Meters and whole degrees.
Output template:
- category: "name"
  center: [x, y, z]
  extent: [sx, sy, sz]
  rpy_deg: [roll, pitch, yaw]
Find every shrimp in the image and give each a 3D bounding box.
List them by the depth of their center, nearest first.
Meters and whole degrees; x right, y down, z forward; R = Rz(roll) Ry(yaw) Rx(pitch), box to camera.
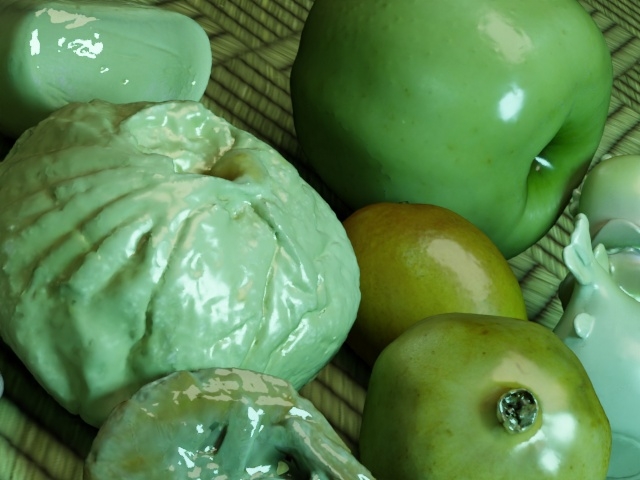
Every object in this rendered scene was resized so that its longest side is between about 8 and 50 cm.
- category: "shrimp"
  center: [-0.025, 0.183, 1.163]
  extent: [0.317, 0.168, 0.077]
  rpy_deg: [0, -3, -11]

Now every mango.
- category: "mango"
  center: [0.113, 0.067, 1.488]
  extent: [0.254, 0.175, 0.139]
  rpy_deg: [46, 4, 17]

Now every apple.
- category: "apple"
  center: [0.144, -0.153, 1.667]
  extent: [0.357, 0.357, 0.357]
  rpy_deg: [23, 31, -14]

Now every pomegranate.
- category: "pomegranate"
  center: [0.143, 0.171, 1.307]
  extent: [0.233, 0.233, 0.233]
  rpy_deg: [23, 31, -14]

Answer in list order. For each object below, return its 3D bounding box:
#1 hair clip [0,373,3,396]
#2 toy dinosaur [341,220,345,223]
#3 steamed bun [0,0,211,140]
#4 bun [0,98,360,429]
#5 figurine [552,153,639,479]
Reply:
- category: "hair clip"
  center: [-0.356, 0.084, 1.143]
  extent: [0.257, 0.075, 0.146]
  rpy_deg: [27, 25, -15]
- category: "toy dinosaur"
  center: [0.000, 0.002, 1.604]
  extent: [0.209, 0.039, 0.082]
  rpy_deg: [28, 31, 15]
- category: "steamed bun"
  center: [-0.242, -0.166, 1.476]
  extent: [0.200, 0.155, 0.250]
  rpy_deg: [15, 15, 38]
- category: "bun"
  center: [-0.124, 0.007, 1.304]
  extent: [0.352, 0.227, 0.349]
  rpy_deg: [26, 28, -12]
- category: "figurine"
  center: [0.308, 0.043, 1.529]
  extent: [0.274, 0.226, 0.394]
  rpy_deg: [59, 34, -41]
